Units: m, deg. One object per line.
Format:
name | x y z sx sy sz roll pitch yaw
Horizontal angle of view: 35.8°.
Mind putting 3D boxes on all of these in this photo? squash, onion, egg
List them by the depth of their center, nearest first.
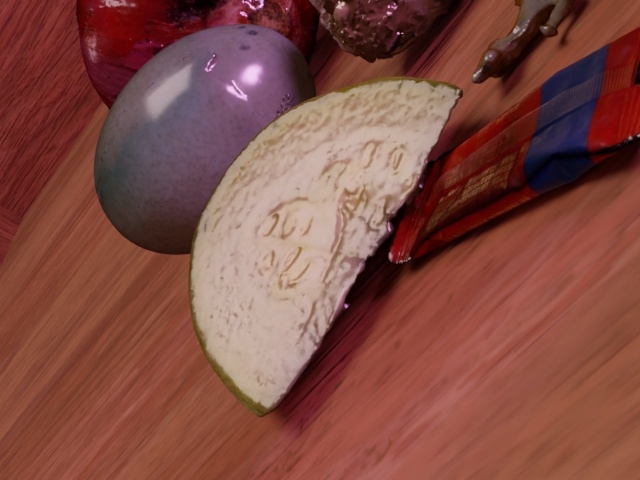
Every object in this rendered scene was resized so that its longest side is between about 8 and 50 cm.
squash | 0.000 0.000 0.709 0.204 0.155 0.236 30 85 39
egg | -0.102 -0.089 0.882 0.236 0.169 0.169 -49 21 27
onion | -0.133 -0.237 1.039 0.276 0.276 0.276 -48 22 26

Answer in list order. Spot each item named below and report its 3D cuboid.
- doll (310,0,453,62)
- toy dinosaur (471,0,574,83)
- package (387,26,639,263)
doll | 0.078 -0.239 0.773 0.115 0.105 0.221 25 81 34
toy dinosaur | 0.156 -0.199 0.634 0.212 0.057 0.142 -61 -3 -44
package | 0.107 -0.047 0.536 0.200 0.022 0.083 -31 33 53
